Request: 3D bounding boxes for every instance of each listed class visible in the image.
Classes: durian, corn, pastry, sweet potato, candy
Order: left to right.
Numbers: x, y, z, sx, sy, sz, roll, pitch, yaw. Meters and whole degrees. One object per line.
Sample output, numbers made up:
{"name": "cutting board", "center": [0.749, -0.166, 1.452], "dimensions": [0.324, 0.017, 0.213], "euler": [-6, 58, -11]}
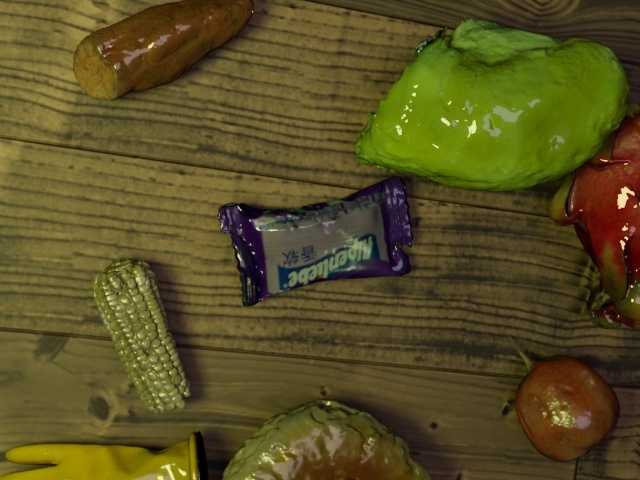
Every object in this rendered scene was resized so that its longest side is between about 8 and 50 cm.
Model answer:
{"name": "corn", "center": [-0.235, 0.125, 1.149], "dimensions": [0.087, 0.087, 0.211], "euler": [-20, 105, -12]}
{"name": "sweet potato", "center": [-0.197, -0.256, 1.122], "dimensions": [0.252, 0.097, 0.097], "euler": [-24, 99, -9]}
{"name": "candy", "center": [0.000, 0.000, 1.200], "dimensions": [0.275, 0.070, 0.145], "euler": [-11, 103, -17]}
{"name": "pastry", "center": [0.002, 0.369, 1.186], "dimensions": [0.330, 0.136, 0.329], "euler": [0, 90, -18]}
{"name": "durian", "center": [0.232, -0.180, 1.150], "dimensions": [0.340, 0.204, 0.256], "euler": [19, 73, 21]}

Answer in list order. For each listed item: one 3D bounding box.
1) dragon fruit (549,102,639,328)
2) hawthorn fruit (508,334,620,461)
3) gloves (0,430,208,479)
{"name": "dragon fruit", "center": [0.460, -0.037, 1.231], "dimensions": [0.243, 0.227, 0.307], "euler": [-29, 103, -6]}
{"name": "hawthorn fruit", "center": [0.346, 0.236, 1.263], "dimensions": [0.189, 0.149, 0.149], "euler": [43, 83, -14]}
{"name": "gloves", "center": [-0.300, 0.330, 1.146], "dimensions": [0.294, 0.116, 0.133], "euler": [-7, 68, -4]}
